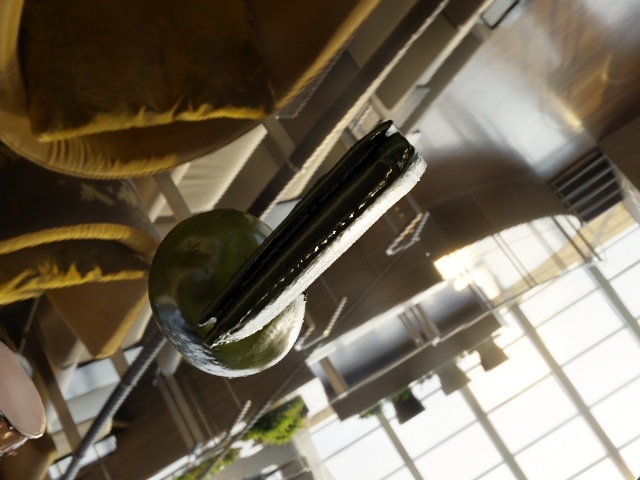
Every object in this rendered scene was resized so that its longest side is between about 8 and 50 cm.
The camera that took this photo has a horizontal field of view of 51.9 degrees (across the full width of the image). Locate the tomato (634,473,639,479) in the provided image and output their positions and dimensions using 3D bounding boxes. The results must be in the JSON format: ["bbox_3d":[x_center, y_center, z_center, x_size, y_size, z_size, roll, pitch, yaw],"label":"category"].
[{"bbox_3d":[0.557,0.450,0.944,0.227,0.270,0.270,-23,160,-4],"label":"tomato"}]

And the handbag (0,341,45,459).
[{"bbox_3d":[-0.519,0.239,0.975,0.116,0.205,0.179,-34,-171,-5],"label":"handbag"}]

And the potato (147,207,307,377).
[{"bbox_3d":[-0.128,0.075,0.912,0.216,0.216,0.304,-33,150,0],"label":"potato"}]

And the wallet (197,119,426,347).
[{"bbox_3d":[-0.002,-0.002,0.596,0.236,0.055,0.160,-44,168,9],"label":"wallet"}]
